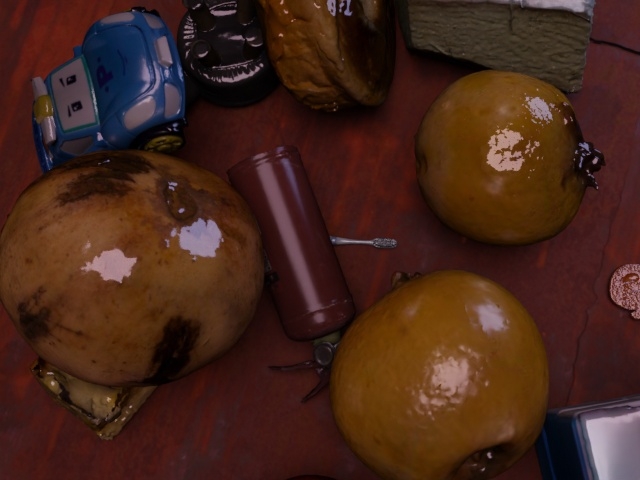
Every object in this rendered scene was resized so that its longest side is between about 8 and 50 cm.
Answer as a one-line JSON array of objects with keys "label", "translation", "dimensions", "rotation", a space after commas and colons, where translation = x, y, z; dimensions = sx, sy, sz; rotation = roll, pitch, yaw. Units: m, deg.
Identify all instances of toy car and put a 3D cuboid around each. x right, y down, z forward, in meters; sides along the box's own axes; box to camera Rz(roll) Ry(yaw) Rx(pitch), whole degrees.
[{"label": "toy car", "translation": [-0.298, -0.182, 1.127], "dimensions": [0.166, 0.314, 0.198], "rotation": [-8, 77, -37]}]

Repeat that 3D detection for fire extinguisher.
[{"label": "fire extinguisher", "translation": [-0.042, 0.051, 1.142], "dimensions": [0.147, 0.106, 0.337], "rotation": [-21, 86, 25]}]

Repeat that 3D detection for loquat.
[{"label": "loquat", "translation": [0.146, 0.161, 1.024], "dimensions": [0.275, 0.275, 0.274], "rotation": [-1, 78, 3]}, {"label": "loquat", "translation": [0.245, -0.105, 1.094], "dimensions": [0.244, 0.244, 0.244], "rotation": [-1, 78, 3]}]

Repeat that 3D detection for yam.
[{"label": "yam", "translation": [0.237, -0.337, 1.173], "dimensions": [0.271, 0.202, 0.201], "rotation": [4, 57, 6]}]

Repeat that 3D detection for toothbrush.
[{"label": "toothbrush", "translation": [0.000, 0.000, 1.195], "dimensions": [0.220, 0.019, 0.016], "rotation": [3, 86, 5]}]

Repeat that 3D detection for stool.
[{"label": "stool", "translation": [-0.143, -0.268, 1.201], "dimensions": [0.153, 0.139, 0.228], "rotation": [34, 80, 9]}]

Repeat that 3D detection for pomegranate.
[{"label": "pomegranate", "translation": [-0.229, 0.033, 1.032], "dimensions": [0.322, 0.322, 0.322], "rotation": [-1, 78, 3]}]

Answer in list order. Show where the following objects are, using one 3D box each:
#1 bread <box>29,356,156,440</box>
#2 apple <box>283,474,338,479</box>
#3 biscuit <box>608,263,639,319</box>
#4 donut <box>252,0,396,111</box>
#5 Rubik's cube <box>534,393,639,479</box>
[{"label": "bread", "translation": [-0.290, 0.173, 1.103], "dimensions": [0.140, 0.160, 0.169], "rotation": [38, 83, 10]}, {"label": "apple", "translation": [-0.026, 0.416, 0.989], "dimensions": [0.260, 0.260, 0.216], "rotation": [-28, 105, -3]}, {"label": "biscuit", "translation": [0.443, 0.072, 1.155], "dimensions": [0.091, 0.015, 0.078], "rotation": [14, 81, 7]}, {"label": "donut", "translation": [0.001, -0.338, 1.140], "dimensions": [0.160, 0.330, 0.330], "rotation": [-6, 77, 18]}, {"label": "Rubik's cube", "translation": [0.431, 0.315, 0.962], "dimensions": [0.291, 0.291, 0.290], "rotation": [-10, 77, 1]}]
